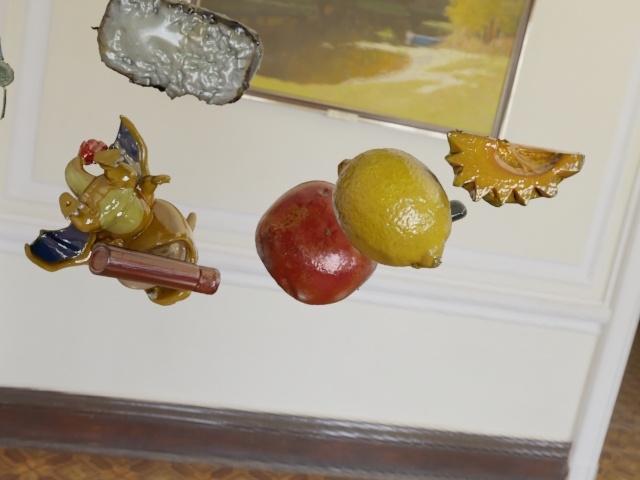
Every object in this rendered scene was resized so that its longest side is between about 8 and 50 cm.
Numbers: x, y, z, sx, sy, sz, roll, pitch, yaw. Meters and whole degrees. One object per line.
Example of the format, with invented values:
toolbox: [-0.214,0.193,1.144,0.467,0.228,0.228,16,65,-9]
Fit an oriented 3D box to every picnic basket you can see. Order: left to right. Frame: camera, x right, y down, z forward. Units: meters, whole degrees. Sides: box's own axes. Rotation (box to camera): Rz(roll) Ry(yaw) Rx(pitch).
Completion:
picnic basket: [-0.338,-0.165,0.675,0.083,0.083,0.065,8,-1,43]

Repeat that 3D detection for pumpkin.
pumpkin: [0.353,-0.130,1.326,0.254,0.130,0.149,9,8,3]

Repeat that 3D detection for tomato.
tomato: [0.007,-0.007,1.737,0.339,0.338,0.143,9,-20,-12]

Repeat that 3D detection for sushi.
sushi: [-0.290,-0.382,1.377,0.344,0.196,0.182,16,9,-10]

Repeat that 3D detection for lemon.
lemon: [0.123,-0.054,1.188,0.256,0.188,0.188,48,23,17]

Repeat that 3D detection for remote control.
remote control: [0.254,-0.055,1.713,0.222,0.042,0.072,-15,33,-8]

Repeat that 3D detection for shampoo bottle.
shampoo bottle: [-0.329,0.063,1.413,0.260,0.064,0.102,15,-12,-36]

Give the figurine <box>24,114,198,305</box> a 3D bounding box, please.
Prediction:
figurine: [-0.437,-0.061,1.631,0.268,0.400,0.387,5,-29,30]
